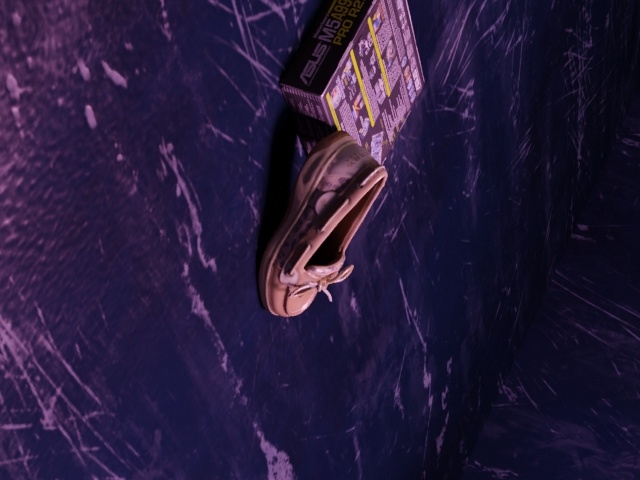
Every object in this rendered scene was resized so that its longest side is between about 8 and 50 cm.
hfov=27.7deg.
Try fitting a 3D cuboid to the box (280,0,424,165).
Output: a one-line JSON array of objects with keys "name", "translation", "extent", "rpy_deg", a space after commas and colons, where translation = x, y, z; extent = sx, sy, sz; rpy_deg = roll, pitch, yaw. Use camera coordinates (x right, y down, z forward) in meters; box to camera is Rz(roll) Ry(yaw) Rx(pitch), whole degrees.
[{"name": "box", "translation": [0.048, -0.199, 1.652], "extent": [0.216, 0.060, 0.270], "rpy_deg": [-62, 157, -20]}]

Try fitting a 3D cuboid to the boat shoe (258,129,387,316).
[{"name": "boat shoe", "translation": [0.000, 0.000, 1.603], "extent": [0.104, 0.089, 0.285], "rpy_deg": [-32, 151, -42]}]
